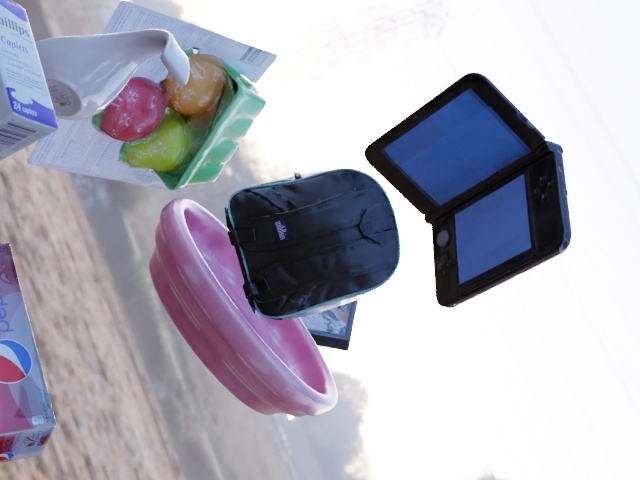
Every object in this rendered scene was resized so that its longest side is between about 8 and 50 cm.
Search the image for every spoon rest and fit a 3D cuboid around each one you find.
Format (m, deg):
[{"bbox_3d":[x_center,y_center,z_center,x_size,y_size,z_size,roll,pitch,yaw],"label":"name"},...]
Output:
[{"bbox_3d":[-0.295,-0.232,1.507,0.137,0.276,0.084,57,38,-40],"label":"spoon rest"}]

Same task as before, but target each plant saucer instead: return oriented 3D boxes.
[{"bbox_3d":[-0.108,0.097,1.406,0.332,0.084,0.332,51,7,-8],"label":"plant saucer"}]

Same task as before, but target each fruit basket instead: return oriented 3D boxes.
[{"bbox_3d":[-0.283,-0.234,1.874,0.353,0.327,0.165,13,31,-44],"label":"fruit basket"}]

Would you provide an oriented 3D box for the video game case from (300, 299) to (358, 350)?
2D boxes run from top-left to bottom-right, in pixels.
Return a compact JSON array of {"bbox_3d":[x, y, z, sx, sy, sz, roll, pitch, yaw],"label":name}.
[{"bbox_3d":[-0.049,0.085,2.080,0.275,0.248,0.035,-75,174,-52],"label":"video game case"}]

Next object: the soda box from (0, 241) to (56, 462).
[{"bbox_3d":[-0.400,0.134,1.348,0.092,0.083,0.263,-56,-132,47],"label":"soda box"}]

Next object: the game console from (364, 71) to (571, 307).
[{"bbox_3d":[0.213,-0.067,1.681,0.293,0.173,0.250,-34,-131,49],"label":"game console"}]

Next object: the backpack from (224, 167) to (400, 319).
[{"bbox_3d":[0.000,0.000,1.298,0.144,0.188,0.166,26,48,-82],"label":"backpack"}]

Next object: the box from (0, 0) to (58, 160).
[{"bbox_3d":[-0.329,-0.145,1.039,0.072,0.126,0.137,15,54,-64],"label":"box"}]
